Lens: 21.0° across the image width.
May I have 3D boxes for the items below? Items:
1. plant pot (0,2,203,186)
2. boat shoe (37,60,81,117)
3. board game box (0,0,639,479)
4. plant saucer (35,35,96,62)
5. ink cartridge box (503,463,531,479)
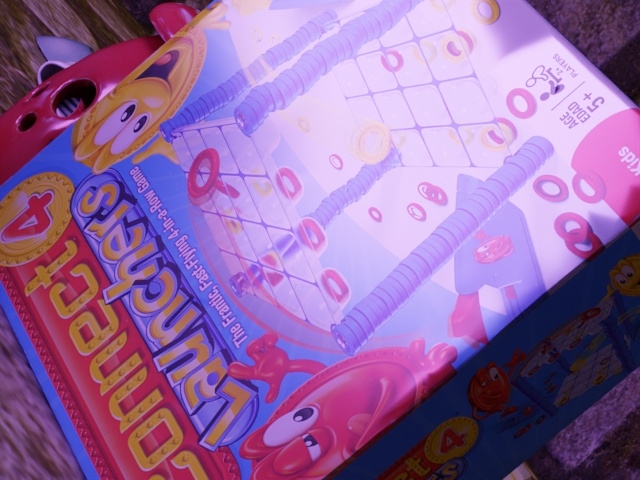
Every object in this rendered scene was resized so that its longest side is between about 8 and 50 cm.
[{"bbox_3d":[-0.105,-0.050,1.147,0.191,0.174,0.191,49,6,-7],"label":"plant pot"},{"bbox_3d":[-0.167,-0.074,1.492,0.226,0.083,0.076,39,11,23],"label":"boat shoe"},{"bbox_3d":[0.000,0.000,0.855,0.086,0.302,0.308,46,5,-46],"label":"board game box"},{"bbox_3d":[-0.222,-0.152,1.820,0.195,0.037,0.195,49,3,-3],"label":"plant saucer"},{"bbox_3d":[0.066,0.169,1.298,0.109,0.062,0.209,53,26,19],"label":"ink cartridge box"}]
